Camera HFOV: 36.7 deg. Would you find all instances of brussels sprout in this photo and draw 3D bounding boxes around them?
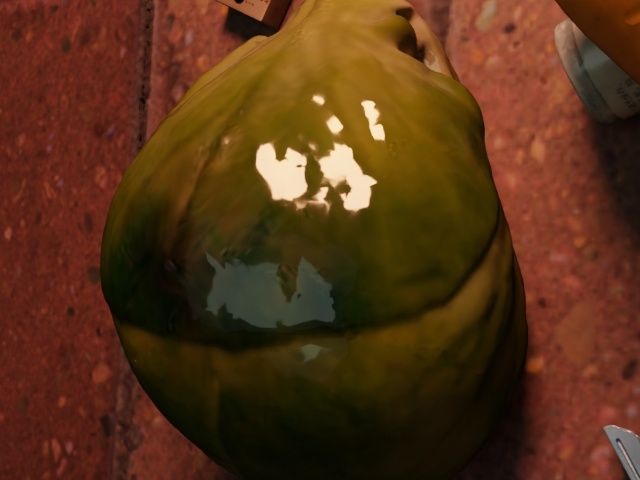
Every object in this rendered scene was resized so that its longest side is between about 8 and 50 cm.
[{"bbox_3d":[0.000,0.000,0.528,0.219,0.210,0.271,3,71,28],"label":"brussels sprout"}]

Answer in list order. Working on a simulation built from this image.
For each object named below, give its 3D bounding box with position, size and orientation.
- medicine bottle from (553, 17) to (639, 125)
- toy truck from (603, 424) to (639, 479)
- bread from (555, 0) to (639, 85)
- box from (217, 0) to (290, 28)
[{"bbox_3d":[0.244,-0.122,0.450,0.258,0.079,0.124,-24,78,29],"label":"medicine bottle"},{"bbox_3d":[0.156,0.144,0.500,0.073,0.056,0.090,18,82,28],"label":"toy truck"},{"bbox_3d":[0.210,-0.070,0.377,0.142,0.091,0.305,-47,72,31],"label":"bread"},{"bbox_3d":[-0.037,-0.195,0.668,0.053,0.024,0.083,31,100,31],"label":"box"}]
